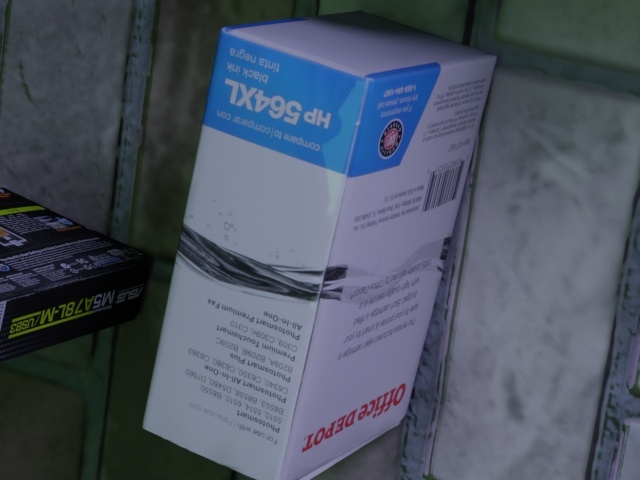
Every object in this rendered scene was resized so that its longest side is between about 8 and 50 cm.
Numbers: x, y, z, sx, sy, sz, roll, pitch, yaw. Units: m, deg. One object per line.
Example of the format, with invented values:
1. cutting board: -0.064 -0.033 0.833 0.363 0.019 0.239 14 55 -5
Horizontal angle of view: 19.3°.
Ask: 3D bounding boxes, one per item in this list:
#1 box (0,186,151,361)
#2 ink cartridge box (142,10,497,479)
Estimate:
1. box: -0.217 0.006 1.011 0.184 0.191 0.045 22 108 23
2. ink cartridge box: 0.000 0.000 0.916 0.086 0.148 0.203 21 108 23
